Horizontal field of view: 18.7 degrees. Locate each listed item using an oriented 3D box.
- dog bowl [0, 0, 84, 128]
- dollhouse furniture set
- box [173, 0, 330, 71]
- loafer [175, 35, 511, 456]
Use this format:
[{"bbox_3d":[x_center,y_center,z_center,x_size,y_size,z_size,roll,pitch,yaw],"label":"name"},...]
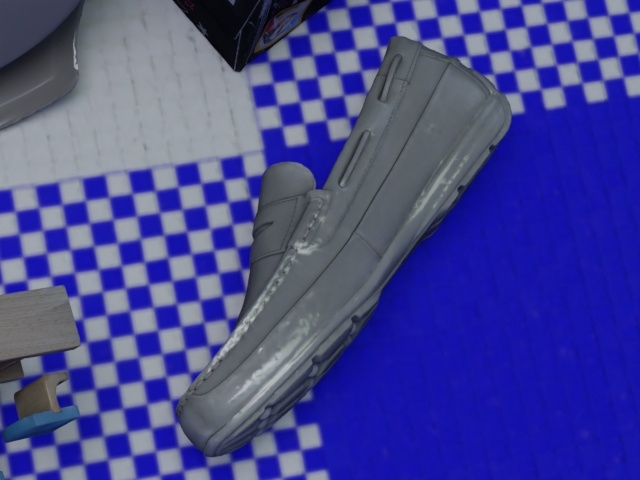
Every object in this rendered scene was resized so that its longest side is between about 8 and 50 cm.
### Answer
[{"bbox_3d":[-0.256,-0.172,1.141,0.348,0.349,0.102,-17,67,-14],"label":"dog bowl"},{"bbox_3d":[-0.227,0.121,1.125,0.129,0.183,0.129,-9,77,-38],"label":"dollhouse furniture set"},{"bbox_3d":[-0.073,-0.265,1.278,0.142,0.163,0.247,-40,86,-15],"label":"box"},{"bbox_3d":[0.000,0.000,1.262,0.111,0.112,0.319,36,65,5],"label":"loafer"}]
